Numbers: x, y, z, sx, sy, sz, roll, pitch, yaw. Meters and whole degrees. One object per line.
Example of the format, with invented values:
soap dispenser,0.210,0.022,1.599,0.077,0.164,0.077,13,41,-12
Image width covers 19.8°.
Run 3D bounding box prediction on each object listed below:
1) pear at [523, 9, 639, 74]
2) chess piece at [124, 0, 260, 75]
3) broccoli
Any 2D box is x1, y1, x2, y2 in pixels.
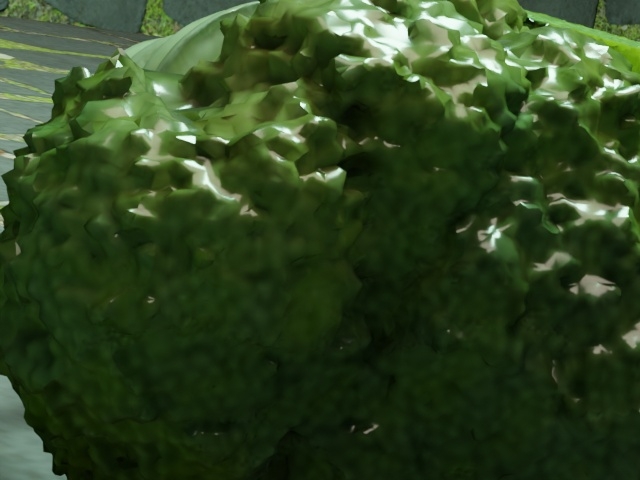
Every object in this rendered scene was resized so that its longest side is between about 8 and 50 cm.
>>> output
pear,0.123,-0.070,1.165,0.292,0.159,0.292,12,11,-2
chess piece,-0.062,-0.061,1.002,0.144,0.144,0.251,6,4,-21
broccoli,0.026,-0.014,0.587,0.254,0.186,0.302,0,16,-5
